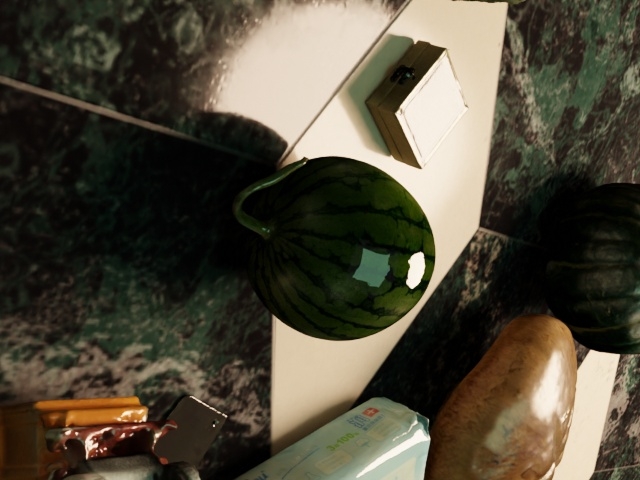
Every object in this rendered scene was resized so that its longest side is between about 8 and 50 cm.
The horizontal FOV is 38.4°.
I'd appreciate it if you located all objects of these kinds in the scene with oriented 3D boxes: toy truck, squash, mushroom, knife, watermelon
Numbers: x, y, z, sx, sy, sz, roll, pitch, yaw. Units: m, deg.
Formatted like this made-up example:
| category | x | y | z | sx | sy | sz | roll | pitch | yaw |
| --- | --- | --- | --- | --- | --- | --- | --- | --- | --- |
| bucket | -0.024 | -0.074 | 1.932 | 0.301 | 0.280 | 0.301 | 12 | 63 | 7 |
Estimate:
| category | x | y | z | sx | sy | sz | roll | pitch | yaw |
| --- | --- | --- | --- | --- | --- | --- | --- | --- | --- |
| toy truck | -0.147 | 0.235 | 0.576 | 0.114 | 0.135 | 0.270 | 9 | 73 | -50 |
| squash | 0.365 | 0.035 | 1.096 | 0.218 | 0.172 | 0.218 | -28 | 129 | -41 |
| mushroom | 0.204 | 0.214 | 1.033 | 0.278 | 0.146 | 0.278 | -36 | 140 | -37 |
| knife | -0.158 | 0.236 | 0.732 | 0.245 | 0.019 | 0.072 | -60 | 140 | -11 |
| watermelon | 0.000 | 0.000 | 0.690 | 0.187 | 0.141 | 0.140 | 20 | 95 | -39 |

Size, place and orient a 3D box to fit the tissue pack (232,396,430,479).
| category | x | y | z | sx | sy | sz | roll | pitch | yaw |
| --- | --- | --- | --- | --- | --- | --- | --- | --- | --- |
| tissue pack | -0.016 | 0.270 | 0.853 | 0.263 | 0.089 | 0.177 | -21 | 126 | -40 |

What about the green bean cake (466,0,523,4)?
| category | x | y | z | sx | sy | sz | roll | pitch | yaw |
| --- | --- | --- | --- | --- | --- | --- | --- | --- | --- |
| green bean cake | 0.111 | -0.244 | 0.649 | 0.181 | 0.173 | 0.094 | -45 | 137 | -27 |

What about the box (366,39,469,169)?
| category | x | y | z | sx | sy | sz | roll | pitch | yaw |
| --- | --- | --- | --- | --- | --- | --- | --- | --- | --- |
| box | 0.086 | -0.119 | 0.799 | 0.079 | 0.035 | 0.083 | -52 | 141 | -15 |
